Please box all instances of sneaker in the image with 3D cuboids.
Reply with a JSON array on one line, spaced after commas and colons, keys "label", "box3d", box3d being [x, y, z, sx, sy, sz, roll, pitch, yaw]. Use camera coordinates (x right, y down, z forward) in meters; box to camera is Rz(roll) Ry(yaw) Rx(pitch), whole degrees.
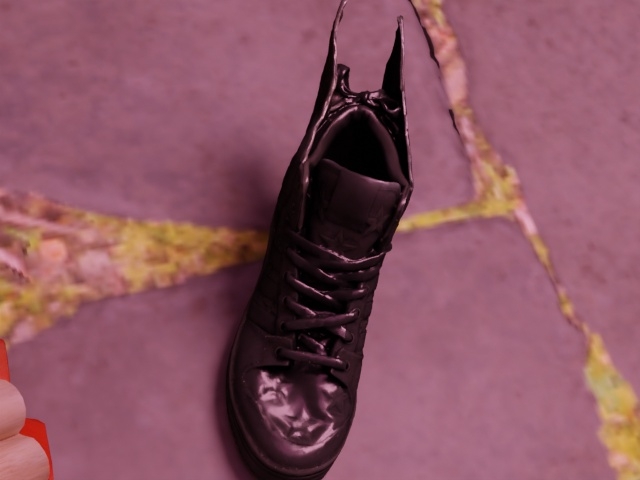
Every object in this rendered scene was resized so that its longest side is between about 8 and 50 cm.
[{"label": "sneaker", "box3d": [0.003, 0.001, 0.594, 0.051, 0.089, 0.170, 13, 58, -7]}]

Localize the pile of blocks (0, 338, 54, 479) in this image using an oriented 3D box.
[{"label": "pile of blocks", "box3d": [-0.171, 0.050, 0.523, 0.362, 0.149, 0.112, 55, 29, 11]}]
